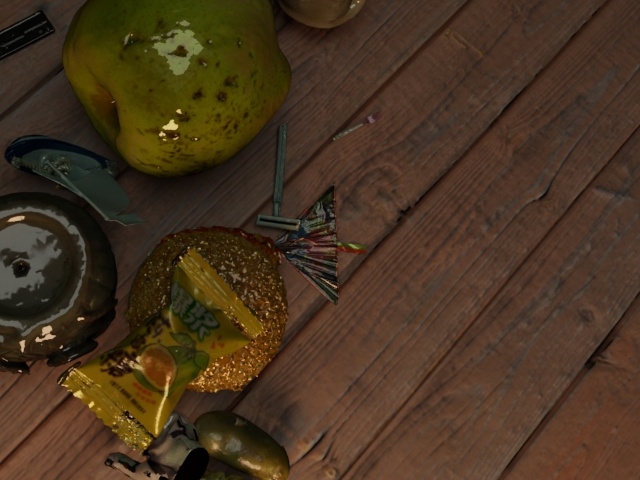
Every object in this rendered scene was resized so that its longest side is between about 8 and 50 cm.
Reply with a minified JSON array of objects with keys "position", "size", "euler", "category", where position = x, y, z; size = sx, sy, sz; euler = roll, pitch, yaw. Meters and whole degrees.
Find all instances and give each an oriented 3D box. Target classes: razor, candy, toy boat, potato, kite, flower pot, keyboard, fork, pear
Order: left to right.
[{"position":[-0.575,-0.376,1.664],"size":[0.155,0.010,0.053],"euler":[-33,84,-17],"category":"keyboard"},{"position":[-0.472,0.080,1.465],"size":[0.302,0.213,0.301],"euler":[3,76,-10],"category":"flower pot"},{"position":[-0.394,-0.101,1.507],"size":[0.291,0.221,0.067],"euler":[32,107,37],"category":"toy boat"},{"position":[-0.244,0.172,1.396],"size":[0.297,0.081,0.187],"euler":[-43,102,1],"category":"candy"},{"position":[-0.235,-0.308,1.544],"size":[0.391,0.391,0.390],"euler":[3,76,-11],"category":"pear"},{"position":[-0.132,0.351,1.527],"size":[0.188,0.105,0.085],"euler":[35,116,-6],"category":"potato"},{"position":[-0.077,-0.123,1.696],"size":[0.084,0.036,0.211],"euler":[8,69,-17],"category":"razor"},{"position":[0.000,0.000,1.688],"size":[0.184,0.014,0.241],"euler":[6,74,-11],"category":"kite"},{"position":[0.072,-0.225,1.762],"size":[0.115,0.012,0.016],"euler":[-30,80,-12],"category":"fork"}]

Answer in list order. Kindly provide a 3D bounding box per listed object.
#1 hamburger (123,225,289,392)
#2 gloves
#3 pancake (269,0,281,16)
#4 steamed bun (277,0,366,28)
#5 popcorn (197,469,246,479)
[{"position":[-0.193,0.115,1.532],"size":[0.276,0.179,0.294],"euler":[9,74,-10],"category":"hamburger"},{"position":[-0.283,0.331,1.483],"size":[0.111,0.212,0.127],"euler":[-8,116,-42],"category":"gloves"},{"position":[-0.153,-0.522,1.718],"size":[0.235,0.029,0.211],"euler":[44,53,-32],"category":"pancake"},{"position":[-0.003,-0.497,1.748],"size":[0.211,0.144,0.218],"euler":[1,47,-21],"category":"steamed bun"},{"position":[-0.164,0.455,1.480],"size":[0.141,0.162,0.135],"euler":[24,31,-42],"category":"popcorn"}]
